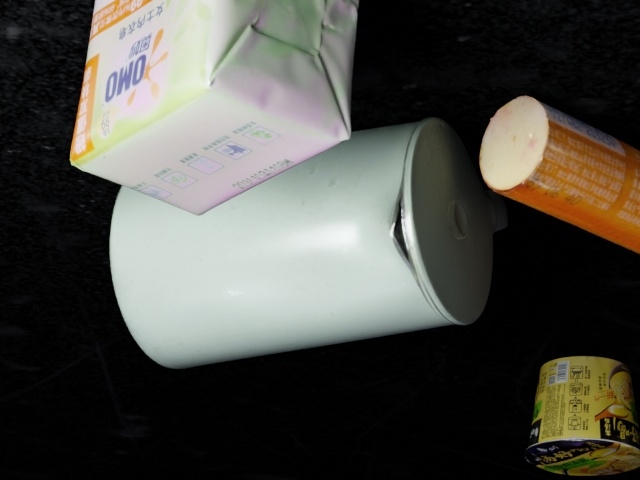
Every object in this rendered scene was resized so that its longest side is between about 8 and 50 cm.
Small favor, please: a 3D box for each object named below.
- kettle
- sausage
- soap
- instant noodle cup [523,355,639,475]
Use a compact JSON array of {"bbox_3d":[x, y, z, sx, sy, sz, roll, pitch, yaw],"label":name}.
[{"bbox_3d":[-0.002,0.013,1.728,0.318,0.205,0.265,-11,150,26],"label":"kettle"},{"bbox_3d":[0.287,-0.041,1.690,0.312,0.093,0.093,21,152,-36],"label":"sausage"},{"bbox_3d":[-0.081,-0.141,1.398,0.138,0.182,0.199,22,150,-34],"label":"soap"},{"bbox_3d":[0.331,0.218,2.249,0.151,0.122,0.151,4,159,2],"label":"instant noodle cup"}]
